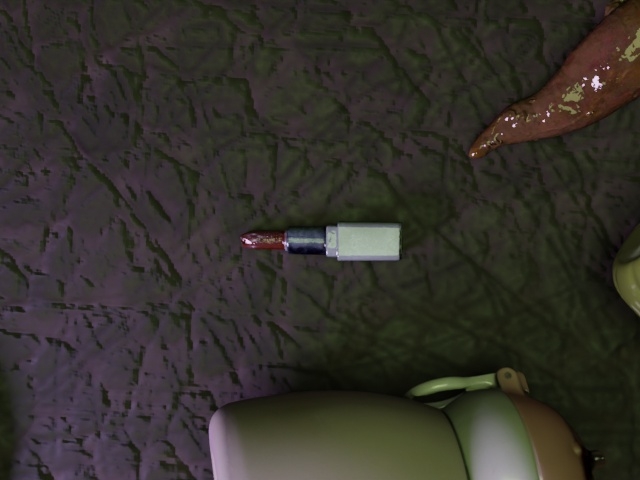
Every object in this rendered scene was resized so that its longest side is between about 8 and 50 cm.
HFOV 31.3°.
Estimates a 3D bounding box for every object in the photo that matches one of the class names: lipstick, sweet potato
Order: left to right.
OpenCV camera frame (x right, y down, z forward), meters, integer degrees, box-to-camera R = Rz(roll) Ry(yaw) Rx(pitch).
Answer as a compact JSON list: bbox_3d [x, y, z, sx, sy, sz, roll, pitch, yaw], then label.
[{"bbox_3d":[0.000,0.000,0.749,0.107,0.025,0.025,0,92,4],"label":"lipstick"},{"bbox_3d":[0.192,-0.116,0.727,0.226,0.068,0.068,-33,92,1],"label":"sweet potato"}]

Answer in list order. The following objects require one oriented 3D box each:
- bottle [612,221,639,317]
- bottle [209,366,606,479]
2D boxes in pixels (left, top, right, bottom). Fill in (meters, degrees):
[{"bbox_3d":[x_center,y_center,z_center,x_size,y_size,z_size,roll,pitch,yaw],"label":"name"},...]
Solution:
[{"bbox_3d":[0.306,0.076,0.711,0.260,0.112,0.112,44,91,-2],"label":"bottle"},{"bbox_3d":[0.056,0.158,0.702,0.236,0.147,0.148,-7,92,-8],"label":"bottle"}]
